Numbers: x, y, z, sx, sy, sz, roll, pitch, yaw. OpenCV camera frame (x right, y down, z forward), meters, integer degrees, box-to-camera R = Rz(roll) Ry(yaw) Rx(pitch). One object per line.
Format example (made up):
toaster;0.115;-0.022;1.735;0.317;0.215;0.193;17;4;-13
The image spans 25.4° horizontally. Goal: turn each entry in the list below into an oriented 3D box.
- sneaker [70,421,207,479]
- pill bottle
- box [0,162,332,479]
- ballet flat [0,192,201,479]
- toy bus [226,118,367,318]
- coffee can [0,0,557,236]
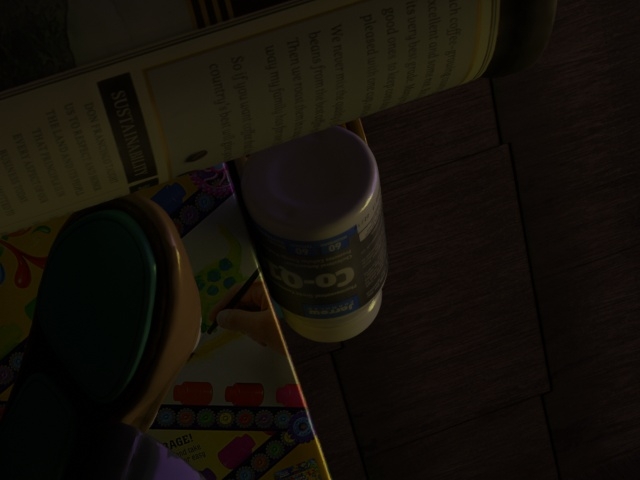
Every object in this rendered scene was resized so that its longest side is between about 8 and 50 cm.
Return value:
sneaker;-0.066;0.190;0.623;0.118;0.083;0.222;-68;152;-47
pill bottle;0.000;0.000;0.837;0.137;0.078;0.078;79;-11;-57
box;-0.129;0.044;0.919;0.290;0.177;0.279;-140;-149;-76
ballet flat;-0.096;0.053;0.650;0.080;0.073;0.232;51;-45;19
toy bus;-0.028;-0.070;0.968;0.191;0.104;0.202;83;-14;-62
coffee can;-0.078;-0.117;0.528;0.201;0.275;0.201;161;-90;-83
